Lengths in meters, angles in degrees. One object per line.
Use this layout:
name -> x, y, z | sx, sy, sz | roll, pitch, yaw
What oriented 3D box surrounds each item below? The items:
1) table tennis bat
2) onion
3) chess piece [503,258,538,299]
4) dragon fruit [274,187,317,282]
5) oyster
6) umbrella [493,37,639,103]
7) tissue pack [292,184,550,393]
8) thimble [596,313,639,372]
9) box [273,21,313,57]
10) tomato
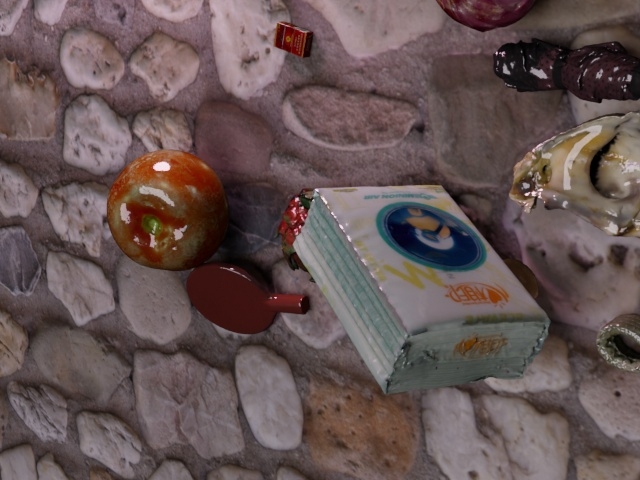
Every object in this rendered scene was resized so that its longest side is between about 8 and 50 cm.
table tennis bat -> -0.166, 0.133, 2.211 | 0.310, 0.038, 0.200 | 2, 129, 30
onion -> 0.260, -0.430, 1.616 | 0.207, 0.200, 0.201 | 20, 116, 22
chess piece -> 0.297, 0.113, 1.819 | 0.200, 0.090, 0.090 | -41, 75, 48
dragon fruit -> 0.000, -0.009, 1.975 | 0.182, 0.182, 0.189 | 21, 97, 35
oyster -> 0.463, -0.108, 1.585 | 0.271, 0.100, 0.275 | 43, 115, 21
umbrella -> 0.407, -0.266, 1.573 | 0.326, 0.094, 0.090 | 18, 71, 47
tissue pack -> 0.160, 0.067, 1.692 | 0.388, 0.287, 0.162 | 57, 141, 44
thimble -> 0.514, 0.173, 1.650 | 0.110, 0.062, 0.084 | 36, 127, 28
box -> -0.054, -0.401, 1.997 | 0.082, 0.023, 0.052 | 27, 119, 32
tomato -> -0.324, -0.071, 2.203 | 0.270, 0.223, 0.270 | 9, 120, 16
